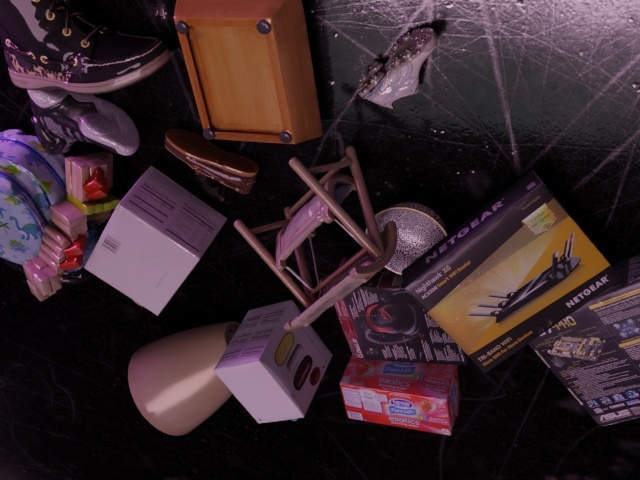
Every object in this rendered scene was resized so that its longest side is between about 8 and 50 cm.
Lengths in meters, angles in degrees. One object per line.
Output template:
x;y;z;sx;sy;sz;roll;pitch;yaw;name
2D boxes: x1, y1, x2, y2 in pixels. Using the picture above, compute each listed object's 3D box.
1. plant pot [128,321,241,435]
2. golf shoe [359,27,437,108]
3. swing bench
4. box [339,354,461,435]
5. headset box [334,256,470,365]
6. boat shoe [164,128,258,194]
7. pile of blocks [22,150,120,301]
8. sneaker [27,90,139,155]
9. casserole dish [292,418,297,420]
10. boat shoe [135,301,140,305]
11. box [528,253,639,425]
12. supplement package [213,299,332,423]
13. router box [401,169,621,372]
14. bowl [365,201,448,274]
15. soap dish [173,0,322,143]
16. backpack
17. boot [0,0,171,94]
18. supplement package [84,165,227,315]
-0.298;0.320;1.876;0.274;0.256;0.256;-33;110;24;plant pot
0.147;-0.289;1.254;0.086;0.069;0.176;28;141;-27;golf shoe
0.000;0.000;1.412;0.253;0.165;0.254;-41;73;46;swing bench
0.189;0.350;1.723;0.257;0.122;0.128;4;130;23;box
0.163;0.147;1.571;0.293;0.110;0.218;-2;126;27;headset box
-0.231;-0.158;1.525;0.207;0.073;0.073;27;132;2;boat shoe
-0.523;-0.017;1.626;0.113;0.149;0.362;32;101;35;pile of blocks
-0.509;-0.235;1.580;0.269;0.101;0.153;33;135;4;sneaker
-0.123;0.395;1.917;0.188;0.037;0.114;60;153;-1;casserole dish
-0.471;0.071;1.846;0.070;0.078;0.219;36;152;46;boat shoe
0.622;0.183;1.394;0.318;0.097;0.395;45;133;-17;box
-0.107;0.289;1.758;0.149;0.203;0.194;-17;119;36;supplement package
0.344;0.062;1.353;0.309;0.081;0.243;-40;106;17;router box
0.180;-0.017;1.445;0.170;0.080;0.170;13;132;16;bowl
-0.130;-0.305;1.321;0.229;0.118;0.290;7;131;20;soap dish
-0.675;-0.079;1.711;0.290;0.273;0.355;19;122;19;backpack
-0.481;-0.429;1.379;0.377;0.138;0.284;7;130;28;boot
-0.370;0.005;1.642;0.204;0.145;0.262;35;134;-8;supplement package
